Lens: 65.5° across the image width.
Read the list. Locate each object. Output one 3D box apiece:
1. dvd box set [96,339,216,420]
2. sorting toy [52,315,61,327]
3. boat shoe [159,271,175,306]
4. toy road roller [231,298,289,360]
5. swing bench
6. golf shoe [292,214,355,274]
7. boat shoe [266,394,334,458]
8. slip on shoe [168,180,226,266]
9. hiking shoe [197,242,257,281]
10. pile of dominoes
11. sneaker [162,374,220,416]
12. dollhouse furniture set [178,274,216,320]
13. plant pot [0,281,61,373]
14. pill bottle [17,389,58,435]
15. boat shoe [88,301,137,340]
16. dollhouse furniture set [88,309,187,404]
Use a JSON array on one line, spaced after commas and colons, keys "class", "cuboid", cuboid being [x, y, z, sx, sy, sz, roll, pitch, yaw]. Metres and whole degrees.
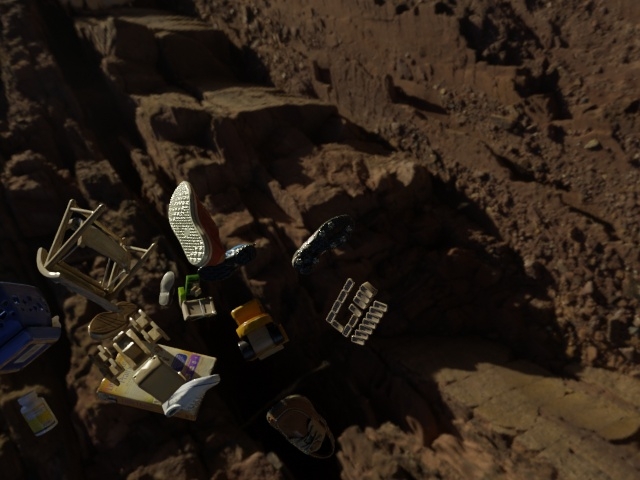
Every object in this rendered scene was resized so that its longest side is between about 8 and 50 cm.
[{"class": "dvd box set", "cuboid": [-0.705, 0.602, 2.182, 0.307, 0.421, 0.062, -80, 4, -53]}, {"class": "sorting toy", "cuboid": [-1.107, 0.347, 2.045, 0.045, 0.083, 0.075, 34, 112, 2]}, {"class": "boat shoe", "cuboid": [-0.541, 0.175, 1.771, 0.038, 0.046, 0.125, 64, -154, -66]}, {"class": "toy road roller", "cuboid": [-0.288, 0.411, 2.305, 0.240, 0.203, 0.329, 61, 173, 15]}, {"class": "swing bench", "cuboid": [-0.684, 0.053, 1.513, 0.165, 0.254, 0.253, 8, 154, 29]}, {"class": "golf shoe", "cuboid": [0.000, 0.000, 1.791, 0.105, 0.273, 0.120, 50, 177, -18]}, {"class": "boat shoe", "cuboid": [-0.037, 0.546, 1.435, 0.120, 0.123, 0.324, 44, 174, 40]}, {"class": "slip on shoe", "cuboid": [-0.378, -0.049, 1.516, 0.101, 0.123, 0.331, 17, -146, -50]}, {"class": "hiking shoe", "cuboid": [-0.441, 0.109, 2.387, 0.132, 0.304, 0.113, -131, 18, -78]}, {"class": "pile of dominoes", "cuboid": [0.150, 0.282, 1.962, 0.196, 0.040, 0.251, 39, 123, 22]}, {"class": "sneaker", "cuboid": [-0.463, 0.562, 1.799, 0.094, 0.258, 0.091, 18, -133, -64]}, {"class": "dollhouse furniture set", "cuboid": [-0.315, 0.158, 1.253, 0.151, 0.076, 0.058, -121, 32, -44]}, {"class": "plant pot", "cuboid": [-0.994, 0.289, 1.581, 0.212, 0.236, 0.236, 49, 172, 8]}, {"class": "pill bottle", "cuboid": [-0.800, 0.484, 1.403, 0.116, 0.065, 0.065, 64, 161, -8]}, {"class": "boat shoe", "cuboid": [-0.906, 0.374, 2.177, 0.122, 0.110, 0.341, 23, -168, 1]}, {"class": "dollhouse furniture set", "cuboid": [-0.571, 0.391, 1.608, 0.242, 0.212, 0.161, 34, 159, 33]}]
